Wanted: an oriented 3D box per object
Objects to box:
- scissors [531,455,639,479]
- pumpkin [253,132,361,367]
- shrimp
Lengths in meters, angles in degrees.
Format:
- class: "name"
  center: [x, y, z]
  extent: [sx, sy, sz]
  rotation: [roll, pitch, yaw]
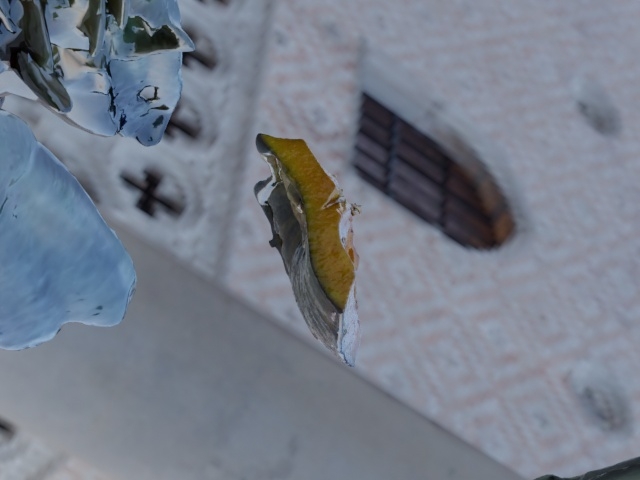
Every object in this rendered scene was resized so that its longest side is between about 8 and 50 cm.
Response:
- class: "scissors"
  center: [0.100, 0.148, 0.946]
  extent: [0.289, 0.138, 0.041]
  rotation: [-32, -166, 41]
- class: "pumpkin"
  center: [0.001, 0.002, 0.795]
  extent: [0.073, 0.035, 0.101]
  rotation: [97, -28, -62]
- class: "shrimp"
  center: [-0.063, -0.061, 0.383]
  extent: [0.289, 0.075, 0.178]
  rotation: [103, -6, -59]
